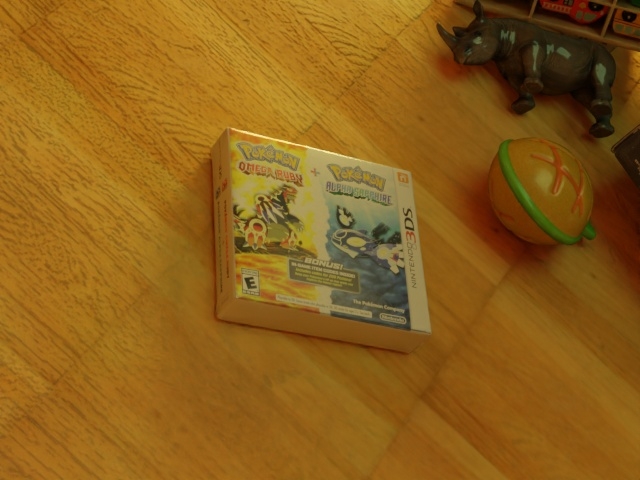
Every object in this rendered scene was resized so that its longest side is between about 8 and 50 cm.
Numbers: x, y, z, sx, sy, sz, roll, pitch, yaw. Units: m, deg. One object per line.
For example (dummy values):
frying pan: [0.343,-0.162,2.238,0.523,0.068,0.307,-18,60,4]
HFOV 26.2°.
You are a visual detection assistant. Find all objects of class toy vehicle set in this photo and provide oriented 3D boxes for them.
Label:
toy vehicle set: [0.295,-0.305,1.532,0.267,0.166,0.035,16,49,5]

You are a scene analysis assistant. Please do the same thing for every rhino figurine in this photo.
rhino figurine: [0.233,-0.201,1.547,0.243,0.073,0.106,16,57,-21]

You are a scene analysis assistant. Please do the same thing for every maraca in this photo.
maraca: [0.237,-0.049,1.438,0.186,0.099,0.127,6,56,-60]

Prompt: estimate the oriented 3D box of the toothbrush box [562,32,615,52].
toothbrush box: [0.358,-0.377,1.597,0.206,0.283,0.122,48,49,3]

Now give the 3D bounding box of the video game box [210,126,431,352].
video game box: [0.000,0.000,1.288,0.205,0.048,0.187,12,53,-26]

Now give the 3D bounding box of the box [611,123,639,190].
box: [0.524,0.017,1.513,0.318,0.097,0.395,-13,66,-55]
